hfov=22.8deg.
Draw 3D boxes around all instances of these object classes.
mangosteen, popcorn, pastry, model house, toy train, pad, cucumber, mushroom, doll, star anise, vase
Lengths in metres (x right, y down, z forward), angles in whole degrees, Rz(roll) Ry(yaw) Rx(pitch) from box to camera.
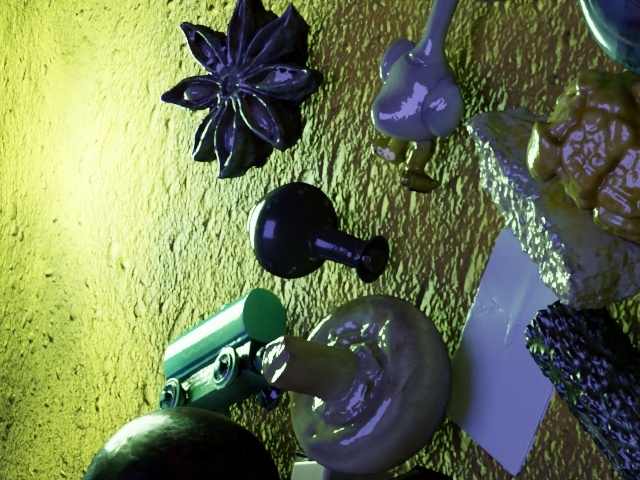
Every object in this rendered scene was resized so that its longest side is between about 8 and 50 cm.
[{"bbox_3d":[-0.162,0.347,1.961,0.288,0.288,0.288,-5,84,53],"label":"mangosteen"},{"bbox_3d":[0.287,-0.087,1.472,0.140,0.163,0.194,-55,44,28],"label":"popcorn"},{"bbox_3d":[0.233,-0.034,1.573,0.258,0.121,0.089,54,136,39],"label":"pastry"},{"bbox_3d":[0.001,0.280,1.929,0.058,0.057,0.083,-63,15,-11],"label":"model house"},{"bbox_3d":[-0.126,0.156,2.077,0.248,0.101,0.159,-30,48,48],"label":"toy train"},{"bbox_3d":[0.203,0.117,1.702,0.156,0.004,0.232,42,120,47],"label":"pad"},{"bbox_3d":[0.316,0.202,1.476,0.096,0.096,0.359,-58,47,33],"label":"cucumber"},{"bbox_3d":[0.028,0.150,1.749,0.207,0.215,0.207,-26,54,42],"label":"mushroom"},{"bbox_3d":[0.136,-0.236,1.741,0.160,0.094,0.365,51,126,51],"label":"doll"},{"bbox_3d":[-0.089,-0.196,2.031,0.236,0.109,0.223,-26,75,31],"label":"star anise"},{"bbox_3d":[0.000,0.000,1.901,0.183,0.120,0.120,21,105,38],"label":"vase"}]

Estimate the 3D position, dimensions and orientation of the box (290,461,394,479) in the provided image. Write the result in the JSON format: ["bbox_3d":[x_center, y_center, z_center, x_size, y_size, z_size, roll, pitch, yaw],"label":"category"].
[{"bbox_3d":[0.025,0.293,1.839,0.089,0.122,0.062,-13,65,53],"label":"box"}]

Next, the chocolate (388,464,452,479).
[{"bbox_3d":[0.101,0.323,1.763,0.148,0.080,0.125,47,124,42],"label":"chocolate"}]

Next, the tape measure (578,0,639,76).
[{"bbox_3d":[0.360,-0.259,1.400,0.275,0.147,0.256,-33,57,42],"label":"tape measure"}]
